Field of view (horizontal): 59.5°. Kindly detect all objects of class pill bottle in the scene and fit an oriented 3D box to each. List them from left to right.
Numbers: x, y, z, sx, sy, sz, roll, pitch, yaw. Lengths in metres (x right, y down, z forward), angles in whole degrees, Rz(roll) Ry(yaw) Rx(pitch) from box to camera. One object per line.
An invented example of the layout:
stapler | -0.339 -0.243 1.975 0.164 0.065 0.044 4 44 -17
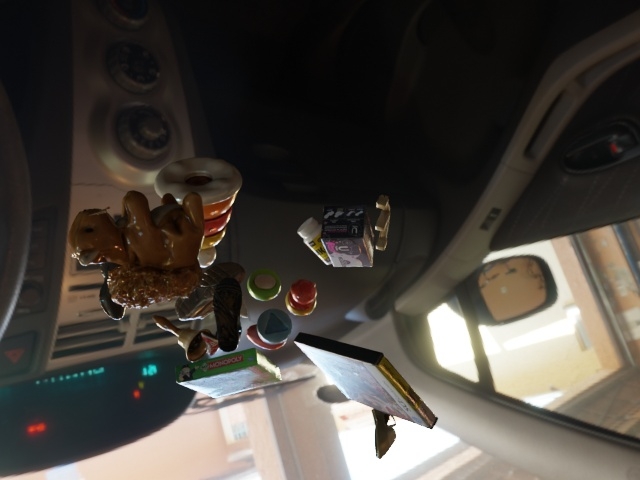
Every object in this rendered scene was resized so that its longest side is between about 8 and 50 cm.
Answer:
pill bottle | 0.000 0.000 2.556 0.119 0.208 0.119 -41 -165 14

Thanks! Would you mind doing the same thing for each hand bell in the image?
hand bell | -0.525 0.332 2.042 0.242 0.126 0.126 23 -174 27

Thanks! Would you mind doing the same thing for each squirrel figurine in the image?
squirrel figurine | -0.573 0.042 1.743 0.370 0.397 0.281 -14 -162 -33

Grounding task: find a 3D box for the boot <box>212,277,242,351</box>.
boot | -0.311 0.251 1.884 0.094 0.247 0.207 -1 175 -9

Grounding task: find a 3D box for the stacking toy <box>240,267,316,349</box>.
stacking toy | -0.179 0.228 2.104 0.309 0.279 0.130 -52 172 -31

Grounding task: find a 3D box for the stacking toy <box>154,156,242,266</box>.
stacking toy | -0.500 -0.083 2.388 0.350 0.351 0.480 -12 129 -18

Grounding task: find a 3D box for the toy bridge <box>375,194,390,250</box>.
toy bridge | 0.165 -0.052 1.473 0.026 0.063 0.188 14 144 16

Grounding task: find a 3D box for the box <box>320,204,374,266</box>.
box | 0.104 -0.010 2.086 0.163 0.142 0.247 -2 152 13

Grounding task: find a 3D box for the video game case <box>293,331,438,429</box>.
video game case | 0.097 0.313 1.262 0.274 0.248 0.035 2 -131 51

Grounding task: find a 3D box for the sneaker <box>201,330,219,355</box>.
sneaker | -0.387 0.360 1.944 0.067 0.042 0.118 -51 142 -2

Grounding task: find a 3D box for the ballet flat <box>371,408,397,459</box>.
ballet flat | 0.213 0.623 1.850 0.086 0.086 0.248 -19 -163 8

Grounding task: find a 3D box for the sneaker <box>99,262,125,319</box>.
sneaker | -0.832 0.182 2.308 0.130 0.286 0.109 -6 178 22

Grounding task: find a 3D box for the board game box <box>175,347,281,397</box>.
board game box | -0.243 0.373 1.554 0.213 0.046 0.317 -15 157 1

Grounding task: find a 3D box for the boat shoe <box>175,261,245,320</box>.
boat shoe | -0.387 0.185 2.036 0.324 0.123 0.116 -33 149 23
